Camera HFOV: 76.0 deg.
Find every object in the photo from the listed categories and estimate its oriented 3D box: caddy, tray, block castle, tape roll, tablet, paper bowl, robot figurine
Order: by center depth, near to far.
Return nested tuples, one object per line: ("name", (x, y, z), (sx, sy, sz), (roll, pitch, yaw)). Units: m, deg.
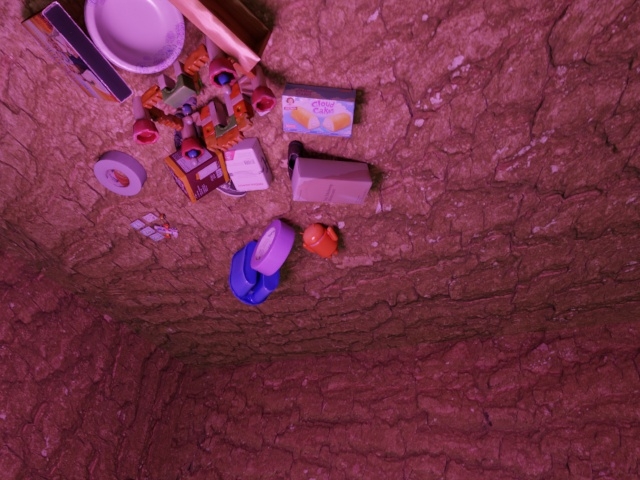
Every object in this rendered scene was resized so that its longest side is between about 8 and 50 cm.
("tray", (-0.340, -0.717, 1.232), (0.076, 0.203, 0.410), (-30, 127, 35))
("paper bowl", (-0.590, -0.685, 1.302), (0.148, 0.284, 0.284), (34, 166, 50))
("block castle", (-0.406, -0.455, 1.435), (0.452, 0.213, 0.303), (-25, 163, 25))
("tablet", (-0.238, -0.526, 1.594), (0.054, 0.006, 0.083), (-19, 133, 30))
("tape roll", (-0.942, -0.315, 1.933), (0.218, 0.072, 0.219), (6, 141, 5))
("tape roll", (-0.240, 0.035, 2.048), (0.090, 0.275, 0.274), (30, 136, -24))
("robot figurine", (0.002, -0.001, 2.075), (0.219, 0.128, 0.158), (40, 159, -33))
("caddy", (-0.356, 0.175, 2.188), (0.241, 0.342, 0.179), (26, 135, -29))

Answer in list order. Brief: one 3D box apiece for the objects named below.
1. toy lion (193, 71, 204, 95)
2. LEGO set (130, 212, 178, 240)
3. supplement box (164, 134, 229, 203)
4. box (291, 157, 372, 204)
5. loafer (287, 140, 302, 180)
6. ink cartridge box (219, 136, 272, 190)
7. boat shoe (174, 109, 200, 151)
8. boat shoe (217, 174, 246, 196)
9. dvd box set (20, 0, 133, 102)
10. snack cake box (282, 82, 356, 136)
("toy lion", (-0.464, -0.593, 1.507), (0.034, 0.096, 0.100), (-1, 179, 13))
("LEGO set", (-0.899, -0.063, 2.237), (0.244, 0.060, 0.182), (-19, 136, 30))
("supplement box", (-0.513, -0.296, 1.720), (0.129, 0.194, 0.191), (46, 160, 18))
("box", (0.042, -0.247, 1.718), (0.310, 0.121, 0.148), (1, 143, -14))
("loafer", (-0.112, -0.317, 1.759), (0.080, 0.079, 0.220), (3, 140, 8))
("ink cartridge box", (-0.319, -0.327, 1.780), (0.158, 0.092, 0.218), (-3, 137, 14))
("boat shoe", (-0.566, -0.407, 1.732), (0.102, 0.093, 0.285), (10, 140, 0))
("boat shoe", (-0.444, -0.270, 1.879), (0.227, 0.081, 0.069), (20, 143, -8))
("dvd box set", (-0.826, -0.617, 1.379), (0.420, 0.062, 0.308), (25, 157, 44))
("snack cake box", (-0.006, -0.485, 1.531), (0.263, 0.089, 0.152), (6, 141, 3))
